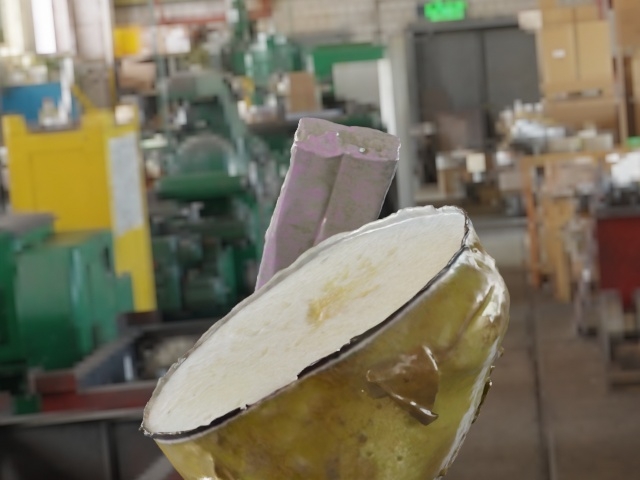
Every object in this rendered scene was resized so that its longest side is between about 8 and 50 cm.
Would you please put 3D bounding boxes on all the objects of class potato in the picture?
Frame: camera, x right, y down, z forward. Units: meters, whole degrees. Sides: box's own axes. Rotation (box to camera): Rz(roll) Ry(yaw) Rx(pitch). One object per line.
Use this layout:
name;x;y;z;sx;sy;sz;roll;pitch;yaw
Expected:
potato;0.035;0.123;1.292;0.300;0.196;0.246;-33;20;11

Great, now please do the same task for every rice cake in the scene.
rice cake;-0.002;-0.001;1.649;0.106;0.298;0.050;14;46;-1
